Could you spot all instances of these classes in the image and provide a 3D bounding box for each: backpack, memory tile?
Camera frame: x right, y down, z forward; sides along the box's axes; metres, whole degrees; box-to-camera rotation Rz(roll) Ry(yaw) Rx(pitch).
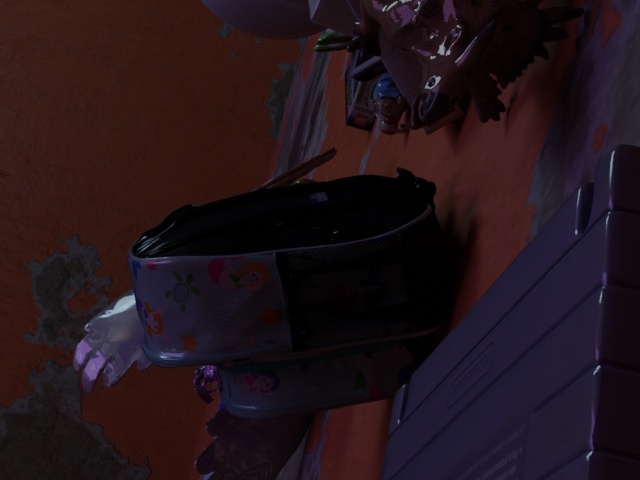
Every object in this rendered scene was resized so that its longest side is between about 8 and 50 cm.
[{"bbox_3d":[-0.032,0.043,1.068,0.225,0.253,0.191,-120,26,-79],"label":"backpack"},{"bbox_3d":[-0.049,-0.064,1.442,0.113,0.012,0.148,-29,2,33],"label":"memory tile"}]

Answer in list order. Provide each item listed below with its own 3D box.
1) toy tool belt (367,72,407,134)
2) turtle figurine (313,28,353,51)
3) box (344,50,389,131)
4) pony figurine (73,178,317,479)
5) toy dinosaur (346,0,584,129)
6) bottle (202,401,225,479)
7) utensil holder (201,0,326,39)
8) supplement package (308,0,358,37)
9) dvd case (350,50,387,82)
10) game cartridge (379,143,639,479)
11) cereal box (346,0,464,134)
[{"bbox_3d":[0.081,-0.162,1.430,0.083,0.052,0.051,-85,4,-53],"label":"toy tool belt"},{"bbox_3d":[-0.024,-0.454,2.110,0.197,0.274,0.266,-7,89,55],"label":"turtle figurine"},{"bbox_3d":[0.067,-0.244,1.769,0.207,0.036,0.114,-89,15,-63],"label":"box"},{"bbox_3d":[-0.085,0.095,1.500,0.351,0.303,0.363,-43,-10,-23],"label":"pony figurine"},{"bbox_3d":[0.097,-0.206,0.906,0.200,0.127,0.296,130,136,-70],"label":"toy dinosaur"},{"bbox_3d":[-0.101,0.258,1.767,0.118,0.092,0.283,123,161,-71],"label":"bottle"},{"bbox_3d":[-0.031,-0.457,1.785,0.385,0.327,0.328,-148,74,-78],"label":"utensil holder"},{"bbox_3d":[0.065,-0.323,1.400,0.105,0.105,0.179,-97,29,-55],"label":"supplement package"},{"bbox_3d":[0.104,-0.292,1.485,0.238,0.029,0.179,170,115,-72],"label":"dvd case"},{"bbox_3d":[0.095,0.133,0.663,0.355,0.068,0.230,119,161,-61],"label":"game cartridge"},{"bbox_3d":[0.051,-0.226,1.183,0.047,0.240,0.173,-29,17,9],"label":"cereal box"}]
